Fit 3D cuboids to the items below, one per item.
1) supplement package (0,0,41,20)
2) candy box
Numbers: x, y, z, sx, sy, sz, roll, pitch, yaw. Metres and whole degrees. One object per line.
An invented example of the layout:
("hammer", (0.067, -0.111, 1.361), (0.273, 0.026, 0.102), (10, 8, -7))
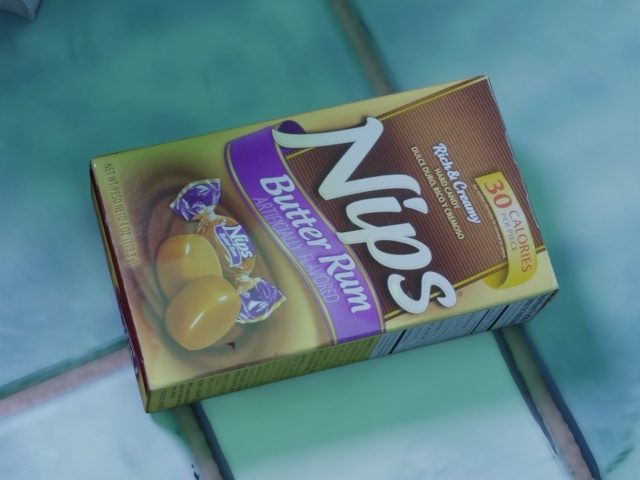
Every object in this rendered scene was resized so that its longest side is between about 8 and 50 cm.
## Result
("supplement package", (-0.153, -0.256, 0.666), (0.145, 0.204, 0.261), (21, 84, 0))
("candy box", (0.000, 0.000, 0.708), (0.187, 0.053, 0.109), (-13, 73, -13))
